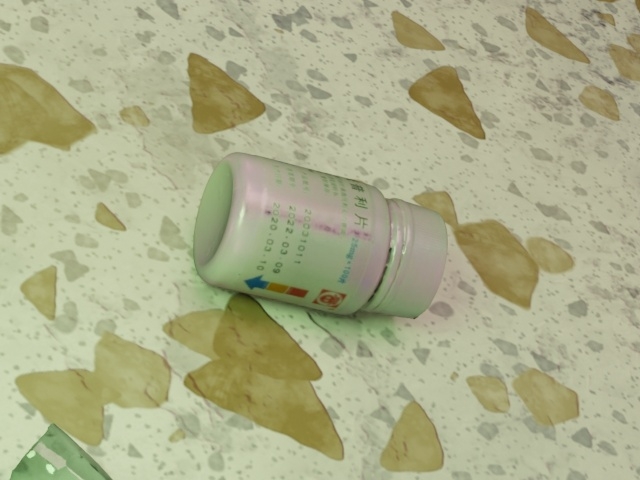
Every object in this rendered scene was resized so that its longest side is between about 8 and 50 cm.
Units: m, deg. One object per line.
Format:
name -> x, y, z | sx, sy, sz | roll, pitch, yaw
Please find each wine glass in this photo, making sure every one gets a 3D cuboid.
wine glass -> -0.197, 0.236, 1.393 | 0.155, 0.073, 0.073 | 36, 38, 2

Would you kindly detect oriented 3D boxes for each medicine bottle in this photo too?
medicine bottle -> 0.000, 0.000, 1.722 | 0.254, 0.152, 0.152 | 12, 41, -21
